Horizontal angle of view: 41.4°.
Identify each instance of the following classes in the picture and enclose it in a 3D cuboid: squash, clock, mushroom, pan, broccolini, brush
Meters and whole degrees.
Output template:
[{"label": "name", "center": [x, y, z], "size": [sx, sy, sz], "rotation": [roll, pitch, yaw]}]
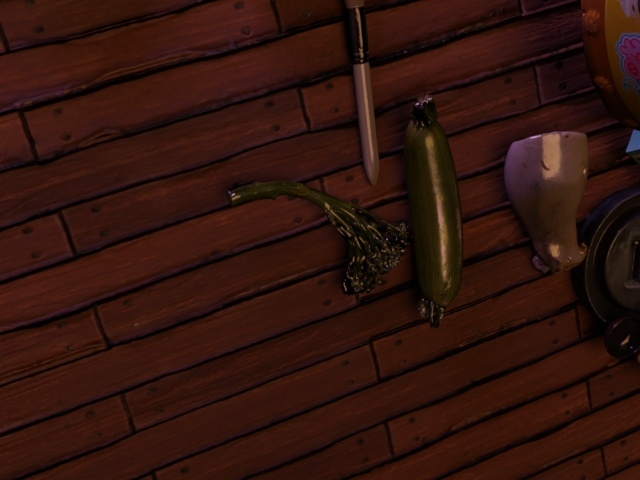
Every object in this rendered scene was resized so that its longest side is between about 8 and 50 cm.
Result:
[{"label": "squash", "center": [0.154, -0.040, 1.135], "size": [0.071, 0.080, 0.318], "rotation": [-7, 107, 0]}, {"label": "clock", "center": [0.484, 0.028, 1.283], "size": [0.226, 0.049, 0.226], "rotation": [-5, 105, -19]}, {"label": "mushroom", "center": [0.316, -0.051, 1.180], "size": [0.116, 0.093, 0.225], "rotation": [-4, 112, 7]}, {"label": "pan", "center": [0.466, 0.124, 1.259], "size": [0.068, 0.023, 0.115], "rotation": [39, 98, -27]}, {"label": "broccolini", "center": [-0.007, -0.004, 1.099], "size": [0.271, 0.062, 0.123], "rotation": [17, 81, -27]}, {"label": "brush", "center": [0.050, -0.214, 1.087], "size": [0.042, 0.039, 0.299], "rotation": [-28, 118, -53]}]

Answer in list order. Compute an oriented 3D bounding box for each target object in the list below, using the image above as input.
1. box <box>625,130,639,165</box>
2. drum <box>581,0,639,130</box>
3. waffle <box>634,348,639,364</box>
[{"label": "box", "center": [0.551, -0.127, 1.245], "size": [0.229, 0.041, 0.162], "rotation": [36, 66, -22]}, {"label": "drum", "center": [0.523, -0.314, 1.024], "size": [0.431, 0.214, 0.431], "rotation": [-15, 114, -35]}, {"label": "waffle", "center": [0.574, 0.140, 1.298], "size": [0.211, 0.055, 0.160], "rotation": [-24, 138, -13]}]
